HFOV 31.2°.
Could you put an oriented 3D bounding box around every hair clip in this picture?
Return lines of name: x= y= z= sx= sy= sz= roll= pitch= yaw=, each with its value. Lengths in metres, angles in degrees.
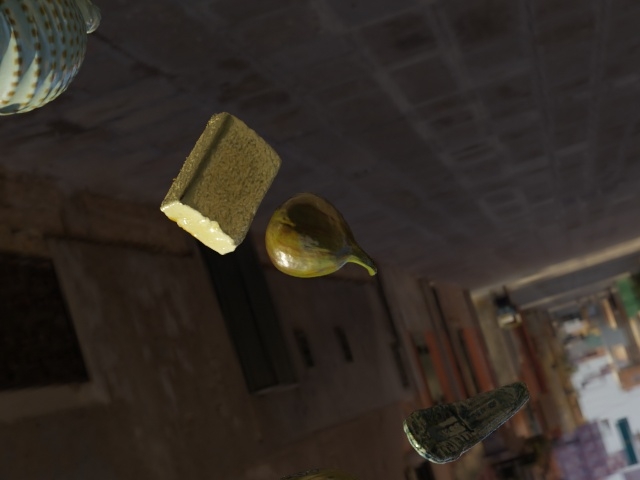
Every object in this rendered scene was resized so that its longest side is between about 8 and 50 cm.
hair clip: x=0.163 y=0.199 z=1.274 sx=0.229 sy=0.066 sz=0.036 roll=-14 pitch=143 yaw=-49

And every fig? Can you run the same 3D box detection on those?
fig: x=0.000 y=0.000 z=1.014 sx=0.098 sy=0.082 sz=0.084 roll=16 pitch=151 yaw=19

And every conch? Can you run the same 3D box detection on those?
conch: x=-0.457 y=-0.285 z=1.603 sx=0.303 sy=0.215 sz=0.319 roll=18 pitch=180 yaw=25

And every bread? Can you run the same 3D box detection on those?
bread: x=-0.144 y=-0.086 z=1.713 sx=0.125 sy=0.188 sz=0.068 roll=42 pitch=145 yaw=-27

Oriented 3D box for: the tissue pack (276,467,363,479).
tissue pack: x=-0.011 y=0.402 z=1.681 sx=0.127 sy=0.123 sz=0.178 roll=14 pitch=-169 yaw=38
